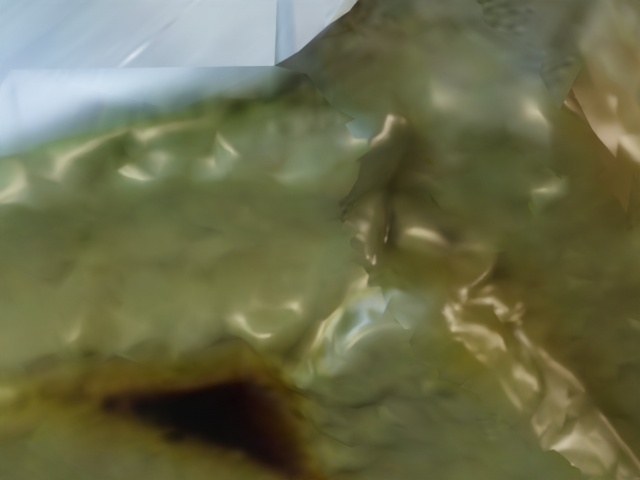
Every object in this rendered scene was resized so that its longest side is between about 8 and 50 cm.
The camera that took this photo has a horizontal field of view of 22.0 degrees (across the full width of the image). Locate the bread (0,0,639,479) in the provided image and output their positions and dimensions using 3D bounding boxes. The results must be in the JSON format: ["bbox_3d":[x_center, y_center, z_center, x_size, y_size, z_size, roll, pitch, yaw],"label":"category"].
[{"bbox_3d":[0.006,-0.006,0.502,0.395,0.239,0.264,-16,-55,11],"label":"bread"}]
